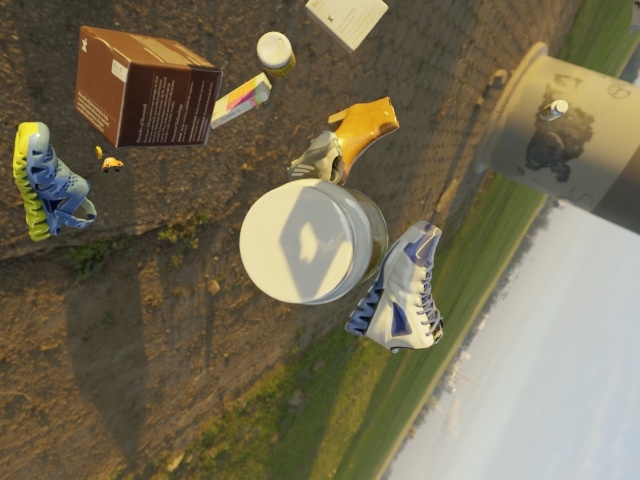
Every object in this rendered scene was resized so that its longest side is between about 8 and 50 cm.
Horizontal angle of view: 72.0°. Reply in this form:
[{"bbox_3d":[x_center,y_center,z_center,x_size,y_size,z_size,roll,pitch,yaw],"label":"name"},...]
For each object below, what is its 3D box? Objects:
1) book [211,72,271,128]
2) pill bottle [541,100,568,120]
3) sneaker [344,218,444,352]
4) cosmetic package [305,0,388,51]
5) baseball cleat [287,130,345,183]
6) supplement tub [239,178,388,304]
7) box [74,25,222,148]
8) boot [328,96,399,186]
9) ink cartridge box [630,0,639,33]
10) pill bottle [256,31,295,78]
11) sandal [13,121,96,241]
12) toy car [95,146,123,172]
[{"bbox_3d":[-0.184,-0.314,0.996,0.035,0.144,0.096,55,20,-37],"label":"book"},{"bbox_3d":[0.654,-0.363,1.226,0.043,0.044,0.083,-61,178,5],"label":"pill bottle"},{"bbox_3d":[0.199,0.120,0.931,0.127,0.182,0.315,-28,148,-58],"label":"sneaker"},{"bbox_3d":[0.072,-0.670,1.282,0.151,0.184,0.151,-49,-166,15],"label":"cosmetic package"},{"bbox_3d":[-0.014,-0.155,1.000,0.072,0.109,0.206,-14,162,-30],"label":"baseball cleat"},{"bbox_3d":[0.000,0.000,0.856,0.228,0.229,0.316,-63,167,10],"label":"supplement tub"},{"bbox_3d":[-0.336,-0.294,0.865,0.203,0.168,0.166,-18,139,-49],"label":"box"},{"bbox_3d":[0.125,-0.298,1.291,0.104,0.212,0.294,49,36,-50],"label":"boot"},{"bbox_3d":[0.926,-0.665,1.212,0.104,0.061,0.181,-36,139,4],"label":"ink cartridge box"},{"bbox_3d":[-0.153,-0.650,1.572,0.117,0.117,0.215,-62,-179,8],"label":"pill bottle"},{"bbox_3d":[-0.573,-0.124,0.958,0.138,0.126,0.317,-2,146,-23],"label":"sandal"},{"bbox_3d":[-0.590,-0.231,1.233,0.060,0.040,0.122,-19,167,-23],"label":"toy car"}]
